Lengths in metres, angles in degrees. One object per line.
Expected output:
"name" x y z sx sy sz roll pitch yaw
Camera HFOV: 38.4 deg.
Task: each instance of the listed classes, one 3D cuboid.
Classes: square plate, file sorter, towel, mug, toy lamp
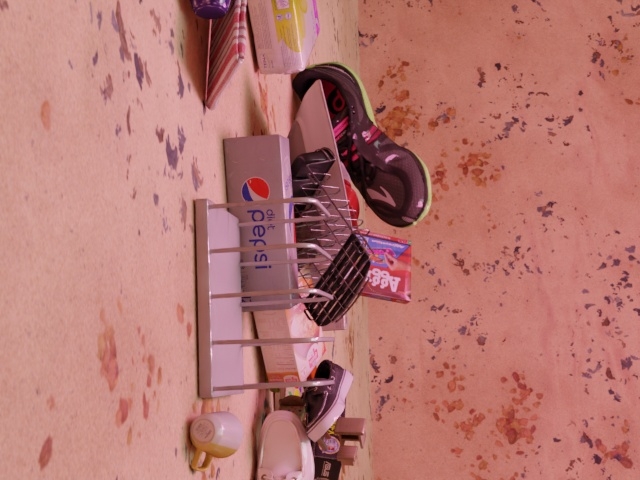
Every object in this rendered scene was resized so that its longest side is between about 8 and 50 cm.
"square plate" -0.021 -0.077 1.767 0.347 0.049 0.344 120 -39 -66
"file sorter" -0.075 0.086 1.351 0.193 0.173 0.278 39 48 -78
"towel" -0.134 -0.309 1.366 0.144 0.029 0.197 136 -41 -60
"mug" -0.141 0.262 1.213 0.064 0.062 0.078 42 38 -67
"toy lamp" -0.161 -0.454 1.319 0.080 0.080 0.275 48 38 -77

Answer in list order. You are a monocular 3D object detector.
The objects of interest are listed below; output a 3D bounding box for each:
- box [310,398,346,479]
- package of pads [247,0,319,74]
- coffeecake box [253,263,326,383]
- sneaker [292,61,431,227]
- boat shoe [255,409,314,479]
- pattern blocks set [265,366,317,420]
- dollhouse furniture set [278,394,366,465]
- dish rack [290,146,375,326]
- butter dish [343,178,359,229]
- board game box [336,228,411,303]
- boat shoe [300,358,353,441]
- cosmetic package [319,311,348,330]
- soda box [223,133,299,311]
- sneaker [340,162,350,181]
"box" 0.005 0.444 1.911 0.216 0.060 0.270 -85 -177 -50
"package of pads" -0.076 -0.474 1.832 0.296 0.101 0.229 -77 160 -61
"coffeecake box" -0.057 0.150 1.670 0.142 0.068 0.185 -47 130 -62
"sneaker" 0.080 -0.220 2.167 0.202 0.185 0.483 -7 56 -53
"boat shoe" -0.064 0.427 1.535 0.096 0.098 0.277 28 60 -81
"pattern blocks set" -0.058 0.260 1.817 0.285 0.026 0.325 49 43 -67
"dollhouse furniture set" -0.012 0.377 1.632 0.182 0.161 0.101 -71 155 -52
"dish rack" 0.000 0.000 1.564 0.271 0.074 0.208 57 -47 29
"butter dish" 0.033 -0.092 2.140 0.118 0.160 0.160 -61 157 -25
"board game box" 0.067 0.044 1.982 0.027 0.281 0.145 141 -43 -60
"boat shoe" 0.002 0.273 1.622 0.080 0.076 0.228 -49 -178 24
"cosmetic package" 0.000 0.180 2.020 0.060 0.115 0.041 36 50 -81
"soda box" -0.095 -0.029 1.519 0.091 0.098 0.286 -14 99 -82
"sneaker" 0.027 -0.258 2.428 0.268 0.101 0.153 68 23 -58
